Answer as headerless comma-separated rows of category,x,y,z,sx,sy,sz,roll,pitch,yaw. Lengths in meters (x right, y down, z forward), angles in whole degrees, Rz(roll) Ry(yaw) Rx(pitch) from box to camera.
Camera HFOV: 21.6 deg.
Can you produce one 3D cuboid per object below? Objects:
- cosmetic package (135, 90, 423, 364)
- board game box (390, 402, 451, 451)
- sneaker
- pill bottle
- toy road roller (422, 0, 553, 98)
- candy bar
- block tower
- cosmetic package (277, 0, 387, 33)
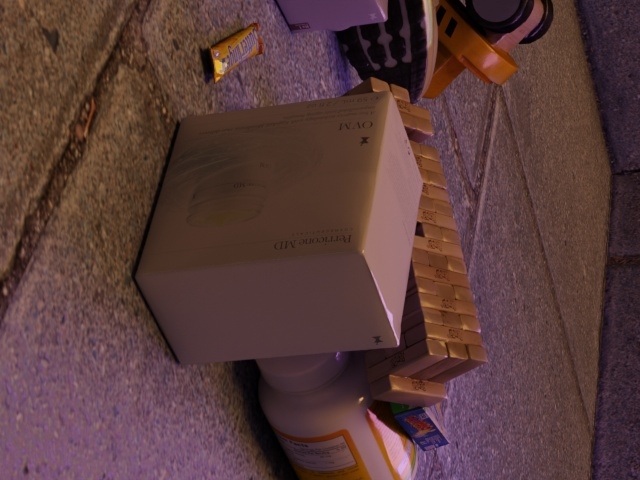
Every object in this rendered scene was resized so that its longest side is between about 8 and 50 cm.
cosmetic package,-0.034,-0.012,1.620,0.138,0.224,0.225,67,24,-43
board game box,0.096,0.148,1.862,0.201,0.035,0.136,54,20,-69
sneaker,0.126,-0.387,2.248,0.182,0.158,0.411,-8,95,-45
pill bottle,0.012,0.183,1.835,0.246,0.136,0.136,66,25,-43
toy road roller,0.165,-0.358,2.476,0.329,0.240,0.202,48,14,13
candy bar,-0.094,-0.206,1.835,0.161,0.018,0.040,-46,128,-66
block tower,0.084,0.000,1.759,0.091,0.097,0.336,13,57,-42
cosmetic package,0.018,-0.379,2.066,0.107,0.127,0.238,61,27,-52
